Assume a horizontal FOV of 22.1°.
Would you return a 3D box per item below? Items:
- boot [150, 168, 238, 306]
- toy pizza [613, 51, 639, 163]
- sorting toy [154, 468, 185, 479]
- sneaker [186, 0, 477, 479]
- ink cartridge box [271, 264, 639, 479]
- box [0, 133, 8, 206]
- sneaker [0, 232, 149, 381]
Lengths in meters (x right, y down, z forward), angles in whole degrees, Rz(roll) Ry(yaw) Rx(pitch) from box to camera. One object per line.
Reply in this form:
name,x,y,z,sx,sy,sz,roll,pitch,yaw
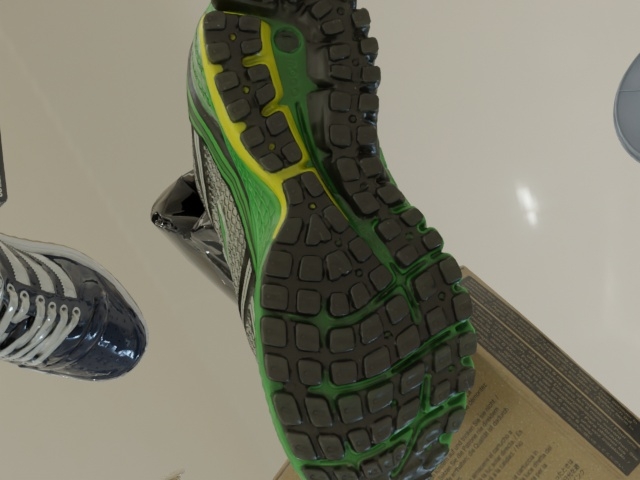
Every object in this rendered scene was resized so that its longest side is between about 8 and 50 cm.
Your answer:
boot,-0.041,0.096,1.922,0.445,0.367,0.146,41,-122,-29
toy pizza,0.398,-0.148,1.684,0.032,0.201,0.201,45,-145,-45
sorting toy,-0.140,0.228,1.293,0.075,0.045,0.083,-16,-78,-38
sneaker,0.000,0.000,1.025,0.146,0.134,0.343,142,118,-72
ink cartridge box,0.089,0.166,1.118,0.193,0.235,0.088,43,-148,14
box,-0.576,-0.107,2.197,0.270,0.143,0.165,6,-118,-36
sneaker,-0.218,0.048,1.123,0.282,0.099,0.153,34,-173,-34
